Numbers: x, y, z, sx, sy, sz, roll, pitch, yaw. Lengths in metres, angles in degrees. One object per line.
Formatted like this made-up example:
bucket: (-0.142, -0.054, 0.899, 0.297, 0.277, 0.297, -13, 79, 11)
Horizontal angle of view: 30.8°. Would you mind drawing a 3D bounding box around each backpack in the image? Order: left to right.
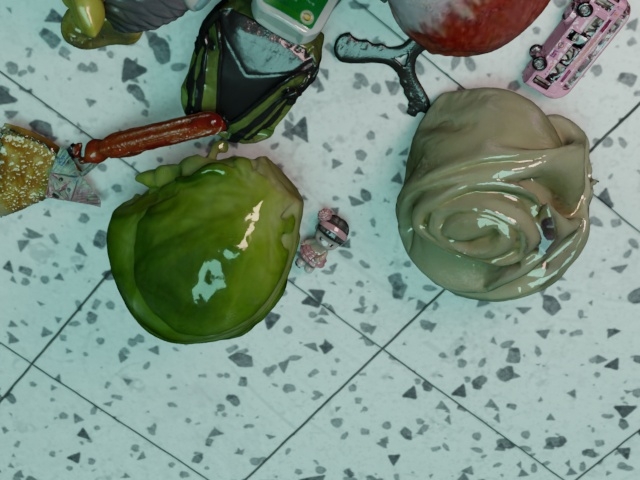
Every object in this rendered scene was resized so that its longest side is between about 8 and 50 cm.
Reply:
backpack: (-0.122, -0.273, 1.925, 0.207, 0.140, 0.253, 27, 125, -8)

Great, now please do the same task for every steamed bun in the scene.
steamed bun: (0.293, -0.059, 1.940, 0.342, 0.255, 0.367, 1, 118, 8)

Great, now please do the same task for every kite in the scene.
kite: (-0.426, -0.116, 2.089, 0.152, 0.005, 0.137, -30, 118, -3)

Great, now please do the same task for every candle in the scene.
candle: (-0.291, -0.173, 1.974, 0.329, 0.051, 0.048, -8, 99, 34)

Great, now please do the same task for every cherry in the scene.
cherry: (0.213, -0.452, 1.717, 0.326, 0.291, 0.335, 42, 105, 15)

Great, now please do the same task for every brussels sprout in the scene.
brussels sprout: (-0.190, 0.023, 2.019, 0.371, 0.315, 0.276, -34, 151, 18)

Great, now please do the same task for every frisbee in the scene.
frisbee: (0.147, -0.292, 1.960, 0.211, 0.012, 0.187, -19, 116, 14)

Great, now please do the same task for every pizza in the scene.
pizza: (-0.542, -0.113, 2.108, 0.185, 0.052, 0.195, 37, 112, -22)

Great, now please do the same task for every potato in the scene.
potato: (-0.363, -0.360, 1.935, 0.138, 0.070, 0.091, -5, 148, -1)

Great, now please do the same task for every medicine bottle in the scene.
medicine bottle: (-0.023, -0.406, 1.823, 0.119, 0.069, 0.183, 30, 74, -5)

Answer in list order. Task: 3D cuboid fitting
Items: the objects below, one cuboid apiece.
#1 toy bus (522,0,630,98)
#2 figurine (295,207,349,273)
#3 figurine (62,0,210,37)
toy bus: (0.413, -0.324, 1.888, 0.090, 0.063, 0.203, 28, 120, -13)
figurine: (0.000, 0.000, 2.120, 0.072, 0.054, 0.129, 40, 124, 1)
figurine: (-0.242, -0.514, 1.757, 0.378, 0.266, 0.361, -21, 135, -11)
